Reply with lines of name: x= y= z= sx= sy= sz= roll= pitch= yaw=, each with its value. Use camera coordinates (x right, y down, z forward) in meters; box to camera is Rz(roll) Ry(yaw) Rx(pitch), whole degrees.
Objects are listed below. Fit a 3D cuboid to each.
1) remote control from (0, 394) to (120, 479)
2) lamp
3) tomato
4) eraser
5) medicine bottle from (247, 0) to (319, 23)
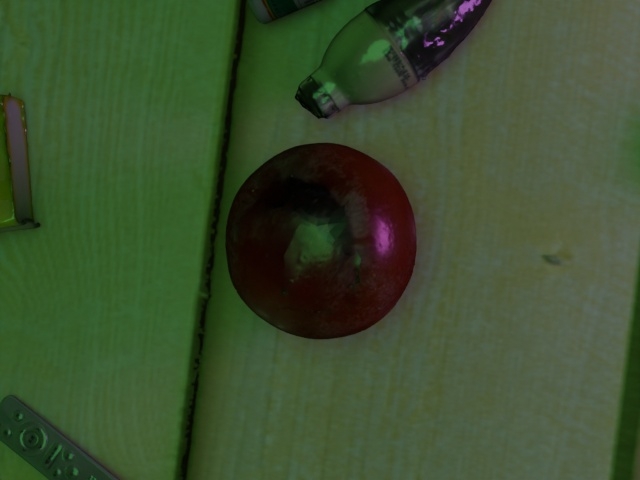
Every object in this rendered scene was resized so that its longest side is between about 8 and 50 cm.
remote control: x=-0.295 y=0.245 z=1.774 sx=0.184 sy=0.027 sz=0.050 roll=36 pitch=92 yaw=11
lamp: x=0.083 y=-0.216 z=1.701 sx=0.250 sy=0.101 sz=0.101 roll=-37 pitch=84 yaw=0
tomato: x=0.000 y=0.000 z=1.660 sx=0.208 sy=0.184 sz=0.208 roll=0 pitch=90 yaw=7
eraser: x=-0.441 y=-0.079 z=1.778 sx=0.226 sy=0.069 sz=0.158 roll=-7 pitch=90 yaw=7
medicine bottle: x=-0.022 y=-0.296 z=1.722 sx=0.130 sy=0.080 sz=0.080 roll=-21 pitch=86 yaw=7
